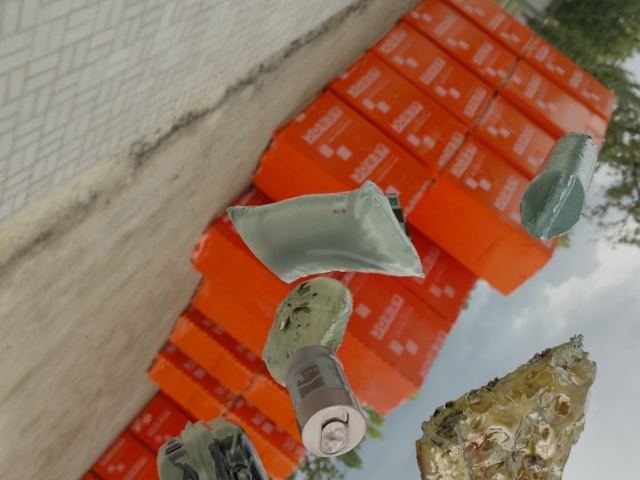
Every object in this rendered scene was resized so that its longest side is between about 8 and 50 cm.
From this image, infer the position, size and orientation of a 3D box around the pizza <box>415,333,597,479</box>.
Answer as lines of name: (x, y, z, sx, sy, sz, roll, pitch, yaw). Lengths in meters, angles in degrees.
pizza: (0.324, 0.396, 1.129, 0.435, 0.080, 0.392, -16, 113, -32)

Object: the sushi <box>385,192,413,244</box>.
sushi: (0.096, -0.026, 1.439, 0.201, 0.139, 0.031, -10, -160, 29)

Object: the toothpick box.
toothpick box: (0.003, 0.240, 1.026, 0.098, 0.098, 0.149, -52, -153, 13)

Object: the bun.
bun: (-0.044, 0.203, 1.582, 0.287, 0.146, 0.287, -54, -168, 17)

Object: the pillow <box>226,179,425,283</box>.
pillow: (0.000, 0.001, 0.857, 0.254, 0.144, 0.078, -7, -137, 43)

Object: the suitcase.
suitcase: (-0.163, 0.484, 1.152, 0.194, 0.351, 0.339, -23, 176, -17)

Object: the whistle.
whistle: (0.275, -0.071, 0.762, 0.062, 0.062, 0.312, -52, 172, 29)
